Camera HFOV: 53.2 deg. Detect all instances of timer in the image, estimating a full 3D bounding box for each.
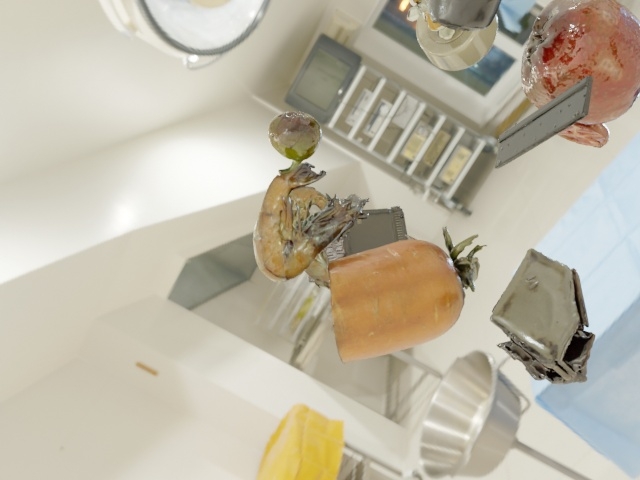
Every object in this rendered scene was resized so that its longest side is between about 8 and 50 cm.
[{"bbox_3d":[0.244,-0.478,1.332,0.266,0.175,0.175,9,-63,-56],"label":"timer"}]

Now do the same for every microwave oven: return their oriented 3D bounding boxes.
[{"bbox_3d":[0.089,0.009,1.681,0.188,0.247,0.178,-8,88,51],"label":"microwave oven"}]

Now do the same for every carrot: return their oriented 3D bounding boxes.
[{"bbox_3d":[0.150,0.098,1.176,0.214,0.331,0.193,-164,60,-75],"label":"carrot"}]

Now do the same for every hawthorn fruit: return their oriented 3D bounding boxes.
[{"bbox_3d":[0.649,-0.405,1.494,0.285,0.368,0.285,-62,5,10],"label":"hawthorn fruit"}]

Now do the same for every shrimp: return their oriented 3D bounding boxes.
[{"bbox_3d":[0.000,0.000,1.502,0.169,0.296,0.058,-47,25,-9],"label":"shrimp"},{"bbox_3d":[-0.025,-0.055,1.124,0.075,0.178,0.289,12,40,45],"label":"shrimp"}]

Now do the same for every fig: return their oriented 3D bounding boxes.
[{"bbox_3d":[-0.038,-0.160,1.037,0.084,0.082,0.098,-25,-51,-24],"label":"fig"}]

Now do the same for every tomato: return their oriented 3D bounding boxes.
[{"bbox_3d":[0.692,-0.306,1.688,0.155,0.155,0.069,-155,85,-84],"label":"tomato"}]

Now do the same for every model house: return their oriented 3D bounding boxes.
[{"bbox_3d":[0.638,0.237,1.705,0.297,0.282,0.317,-44,34,-6],"label":"model house"}]

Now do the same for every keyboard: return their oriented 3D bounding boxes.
[{"bbox_3d":[0.476,-0.250,1.391,0.309,0.018,0.101,142,145,-66],"label":"keyboard"}]

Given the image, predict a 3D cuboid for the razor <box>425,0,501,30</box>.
[{"bbox_3d":[0.255,-0.490,0.935,0.204,0.113,0.349,-86,15,-60],"label":"razor"}]
